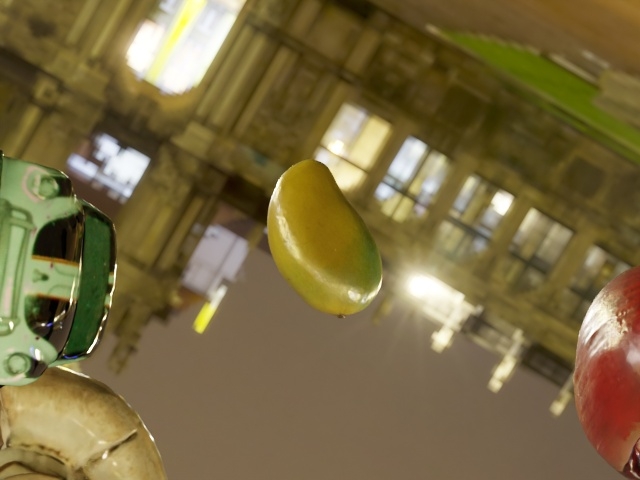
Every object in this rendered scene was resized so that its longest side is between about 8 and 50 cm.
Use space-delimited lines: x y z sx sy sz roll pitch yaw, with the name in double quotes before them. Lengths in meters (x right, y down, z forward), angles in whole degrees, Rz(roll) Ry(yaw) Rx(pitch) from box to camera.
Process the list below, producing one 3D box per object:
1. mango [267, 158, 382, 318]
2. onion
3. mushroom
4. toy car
"mango" -0.002 0.003 1.780 0.191 0.122 0.085 56 162 4
"onion" 0.494 0.169 1.955 0.341 0.341 0.341 30 -173 -4
"mushroom" -0.213 0.228 1.223 0.189 0.254 0.195 8 170 -19
"toy car" -0.191 0.023 0.945 0.125 0.136 0.306 10 176 -18
